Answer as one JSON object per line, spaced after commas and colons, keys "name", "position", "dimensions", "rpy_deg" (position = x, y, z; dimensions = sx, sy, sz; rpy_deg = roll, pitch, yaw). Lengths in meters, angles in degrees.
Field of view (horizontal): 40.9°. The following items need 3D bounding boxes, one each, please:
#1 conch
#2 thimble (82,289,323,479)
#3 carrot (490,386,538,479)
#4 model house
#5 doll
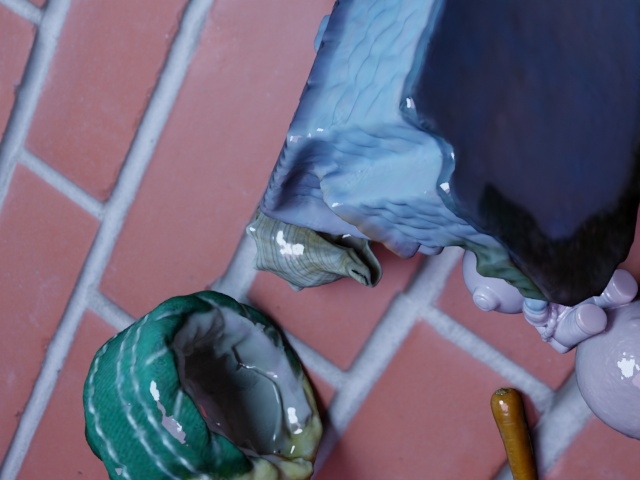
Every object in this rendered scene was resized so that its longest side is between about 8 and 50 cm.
{"name": "conch", "position": [0.000, 0.004, 0.999], "dimensions": [0.234, 0.137, 0.114], "rpy_deg": [24, 139, 29]}
{"name": "thimble", "position": [-0.135, 0.209, 1.030], "dimensions": [0.167, 0.254, 0.288], "rpy_deg": [-36, 91, 30]}
{"name": "carrot", "position": [0.230, 0.258, 0.982], "dimensions": [0.037, 0.037, 0.190], "rpy_deg": [-10, 99, 29]}
{"name": "model house", "position": [0.094, -0.133, 0.809], "dimensions": [0.339, 0.297, 0.360], "rpy_deg": [-3, 63, 49]}
{"name": "doll", "position": [0.262, 0.075, 0.871], "dimensions": [0.287, 0.151, 0.151], "rpy_deg": [39, 117, 21]}
